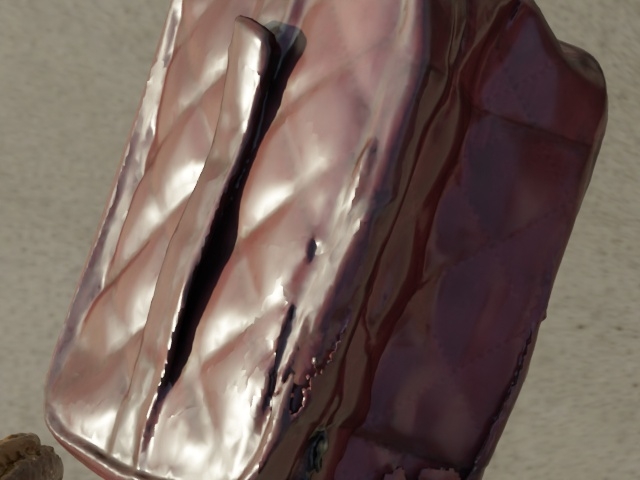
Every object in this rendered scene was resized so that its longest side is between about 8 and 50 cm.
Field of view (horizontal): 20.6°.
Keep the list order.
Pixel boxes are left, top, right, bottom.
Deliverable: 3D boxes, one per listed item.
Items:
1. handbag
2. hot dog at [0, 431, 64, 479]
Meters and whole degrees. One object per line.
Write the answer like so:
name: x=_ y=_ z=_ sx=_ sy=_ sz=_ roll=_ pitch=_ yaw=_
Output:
handbag: x=0.000 y=0.000 z=0.638 sx=0.146 sy=0.135 sz=0.225 roll=19 pitch=87 yaw=48
hot dog: x=-0.129 y=0.133 z=0.729 sx=0.065 sy=0.147 sz=0.099 roll=-20 pitch=85 yaw=-2
